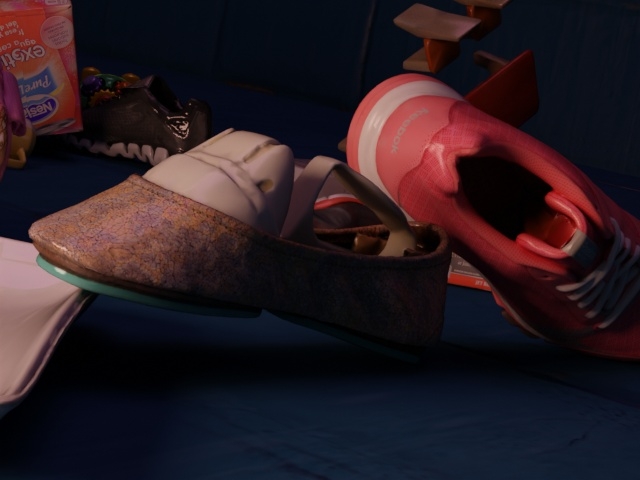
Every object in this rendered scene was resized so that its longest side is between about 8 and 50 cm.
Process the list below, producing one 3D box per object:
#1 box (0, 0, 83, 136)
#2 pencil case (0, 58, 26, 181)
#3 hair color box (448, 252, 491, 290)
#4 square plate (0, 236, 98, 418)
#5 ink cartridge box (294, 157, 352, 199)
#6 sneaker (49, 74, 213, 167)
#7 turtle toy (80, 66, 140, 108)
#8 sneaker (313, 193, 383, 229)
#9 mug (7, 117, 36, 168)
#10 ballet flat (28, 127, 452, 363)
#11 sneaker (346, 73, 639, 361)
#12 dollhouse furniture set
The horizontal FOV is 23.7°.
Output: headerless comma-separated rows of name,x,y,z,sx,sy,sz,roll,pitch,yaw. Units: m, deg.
box,-0.362,-0.237,1.758,0.142,0.154,0.300,-8,28,-12
pencil case,-0.376,-0.112,0.936,0.386,0.160,0.167,21,-6,-41
hair color box,0.123,0.003,1.386,0.093,0.053,0.167,11,7,-4
square plate,-0.290,0.024,0.744,0.347,0.049,0.344,10,9,-2
ink cartridge box,-0.004,-0.044,1.513,0.181,0.061,0.104,2,12,-44
sneaker,-0.216,-0.143,1.765,0.234,0.106,0.078,15,8,27
turtle toy,-0.277,-0.165,1.858,0.130,0.095,0.066,9,1,-7
sneaker,0.000,0.000,1.307,0.158,0.061,0.065,2,39,-42
mug,-0.328,-0.101,1.568,0.064,0.078,0.062,15,-29,-35
ballet flat,-0.031,-0.005,0.886,0.108,0.106,0.316,24,5,39
sneaker,0.157,0.009,1.030,0.314,0.116,0.136,32,2,-26
dollhouse furniture set,0.156,-0.117,1.659,0.135,0.262,0.259,20,46,40
